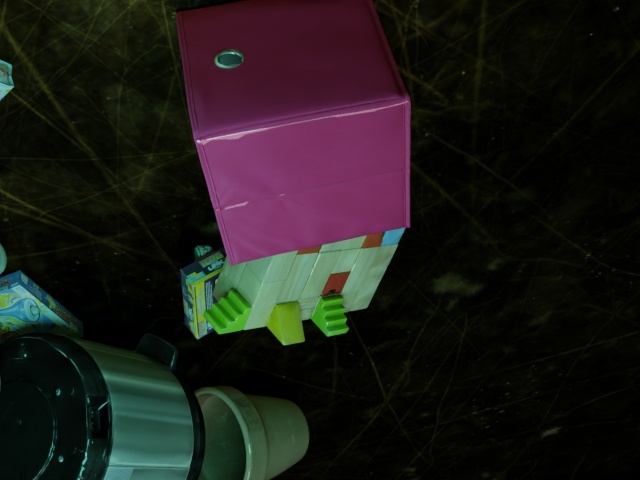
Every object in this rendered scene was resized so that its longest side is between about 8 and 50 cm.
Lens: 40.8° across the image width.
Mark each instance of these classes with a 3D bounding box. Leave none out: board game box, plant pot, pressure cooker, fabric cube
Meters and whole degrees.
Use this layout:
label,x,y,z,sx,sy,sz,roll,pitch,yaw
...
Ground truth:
label,x,y,z,sx,sy,sz,roll,pitch,yaw
board game box,-0.542,0.138,1.556,0.136,0.035,0.201,-21,142,9
plant pot,-0.154,0.440,1.918,0.229,0.263,0.263,-3,145,-43
board game box,-0.177,0.084,1.544,0.141,0.048,0.170,-28,148,-26
pressure cooker,-0.424,0.379,1.599,0.370,0.375,0.420,-28,155,18
fabric cube,-0.034,-0.159,1.156,0.258,0.254,0.259,-11,142,-2

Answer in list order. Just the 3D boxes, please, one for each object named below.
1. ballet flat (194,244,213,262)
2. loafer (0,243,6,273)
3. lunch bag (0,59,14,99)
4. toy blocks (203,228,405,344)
label,x,y,z,sx,sy,sz,roll,pitch,yaw
ballet flat,-0.209,0.048,1.543,0.041,0.041,0.114,1,141,-18
loafer,-0.623,0.034,1.372,0.251,0.094,0.087,0,166,-2
lunch bag,-0.456,-0.212,1.125,0.071,0.053,0.083,-35,147,29
toy blocks,0.000,0.000,1.419,0.381,0.191,0.260,-5,129,-44
